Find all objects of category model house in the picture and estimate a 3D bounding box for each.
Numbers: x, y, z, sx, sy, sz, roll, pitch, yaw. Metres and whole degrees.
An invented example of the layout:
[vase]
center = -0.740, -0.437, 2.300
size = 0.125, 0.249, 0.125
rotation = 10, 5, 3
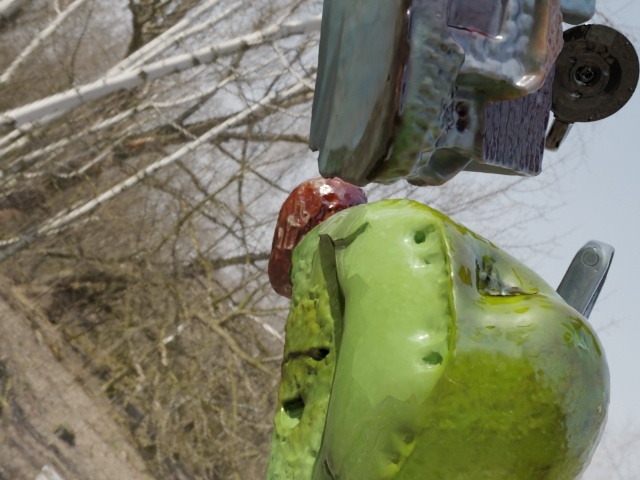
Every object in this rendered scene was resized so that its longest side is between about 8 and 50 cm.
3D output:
[model house]
center = 0.190, -0.226, 0.835
size = 0.297, 0.339, 0.360
rotation = -172, -92, -70

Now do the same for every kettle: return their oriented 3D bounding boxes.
[kettle]
center = 0.423, -0.237, 1.106
size = 0.144, 0.202, 0.232
rotation = 21, 14, 17

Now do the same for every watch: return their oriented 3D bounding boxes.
[watch]
center = 0.493, 0.097, 1.282
size = 0.068, 0.206, 0.193
rotation = 24, -3, 28

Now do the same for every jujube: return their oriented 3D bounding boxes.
[jujube]
center = 0.000, 0.000, 1.259
size = 0.183, 0.243, 0.183
rotation = 19, -7, 2

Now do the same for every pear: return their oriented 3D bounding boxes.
[pear]
center = 0.103, 0.122, 0.585
size = 0.238, 0.342, 0.318
rotation = 20, -31, -23
